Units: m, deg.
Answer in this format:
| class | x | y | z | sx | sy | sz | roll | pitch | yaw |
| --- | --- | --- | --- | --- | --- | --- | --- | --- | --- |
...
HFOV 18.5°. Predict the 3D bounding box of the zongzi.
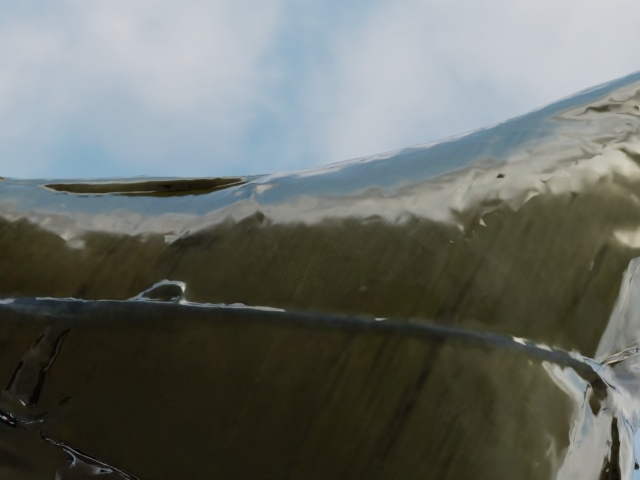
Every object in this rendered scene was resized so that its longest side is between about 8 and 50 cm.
| class | x | y | z | sx | sy | sz | roll | pitch | yaw |
| --- | --- | --- | --- | --- | --- | --- | --- | --- | --- |
| zongzi | 0.000 | 0.000 | 0.892 | 0.356 | 0.174 | 0.393 | 22 | -113 | 9 |
